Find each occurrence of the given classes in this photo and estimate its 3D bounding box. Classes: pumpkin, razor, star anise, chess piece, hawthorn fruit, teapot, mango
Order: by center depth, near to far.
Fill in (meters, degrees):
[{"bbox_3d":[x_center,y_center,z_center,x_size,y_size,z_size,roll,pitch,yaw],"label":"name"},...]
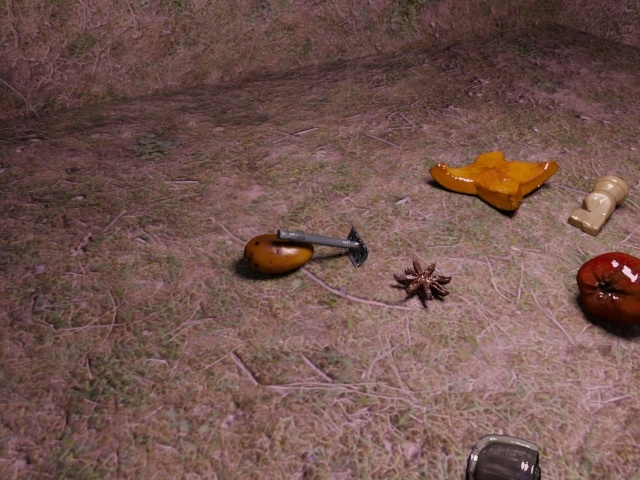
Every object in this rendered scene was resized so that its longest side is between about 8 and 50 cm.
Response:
[{"bbox_3d":[0.289,0.358,0.704,0.108,0.111,0.149,7,44,31],"label":"teapot"},{"bbox_3d":[0.679,0.100,0.990,0.204,0.162,0.162,-4,36,-33],"label":"hawthorn fruit"},{"bbox_3d":[0.245,0.099,1.059,0.141,0.042,0.141,0,37,0],"label":"star anise"},{"bbox_3d":[0.000,0.000,1.106,0.232,0.068,0.106,8,33,-27],"label":"razor"},{"bbox_3d":[-0.103,0.032,1.116,0.178,0.090,0.115,1,32,-10],"label":"mango"},{"bbox_3d":[0.789,-0.096,1.264,0.090,0.090,0.200,32,61,33],"label":"chess piece"},{"bbox_3d":[0.531,-0.203,1.375,0.258,0.095,0.290,-36,47,-29],"label":"pumpkin"}]
